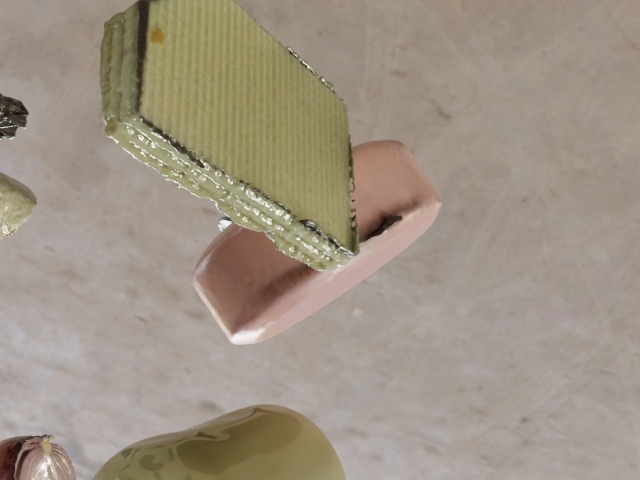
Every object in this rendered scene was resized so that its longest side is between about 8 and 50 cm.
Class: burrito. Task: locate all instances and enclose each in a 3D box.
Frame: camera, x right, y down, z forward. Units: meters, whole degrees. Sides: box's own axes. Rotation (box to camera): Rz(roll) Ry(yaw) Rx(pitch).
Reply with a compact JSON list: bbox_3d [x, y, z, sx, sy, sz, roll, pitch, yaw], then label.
[{"bbox_3d":[-0.499,-0.084,1.447,0.299,0.105,0.143,40,-173,-46],"label":"burrito"}]

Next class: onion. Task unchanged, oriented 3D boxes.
[{"bbox_3d":[-0.377,0.385,1.339,0.120,0.283,0.227,-12,157,6],"label":"onion"}]

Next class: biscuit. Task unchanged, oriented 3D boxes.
[{"bbox_3d":[-0.057,-0.084,0.740,0.052,0.150,0.252,-19,151,26],"label":"biscuit"}]

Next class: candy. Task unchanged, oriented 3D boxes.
[{"bbox_3d":[0.000,0.000,1.010,0.094,0.255,0.255,56,147,8],"label":"candy"}]

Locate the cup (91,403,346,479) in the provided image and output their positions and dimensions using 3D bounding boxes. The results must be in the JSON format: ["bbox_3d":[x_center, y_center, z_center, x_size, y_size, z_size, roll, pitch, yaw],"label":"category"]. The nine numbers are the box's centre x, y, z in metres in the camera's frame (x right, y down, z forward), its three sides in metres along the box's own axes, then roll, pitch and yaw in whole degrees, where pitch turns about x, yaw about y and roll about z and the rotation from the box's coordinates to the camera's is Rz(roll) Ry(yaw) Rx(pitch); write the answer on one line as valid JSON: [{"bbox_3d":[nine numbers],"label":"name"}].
[{"bbox_3d":[-0.119,0.275,0.995,0.255,0.202,0.173,-48,67,35],"label":"cup"}]

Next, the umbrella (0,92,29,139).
[{"bbox_3d":[-0.449,-0.182,1.240,0.066,0.059,0.236,-30,140,34],"label":"umbrella"}]

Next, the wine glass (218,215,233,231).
[{"bbox_3d":[-0.062,-0.060,1.392,0.073,0.155,0.073,29,156,14],"label":"wine glass"}]
